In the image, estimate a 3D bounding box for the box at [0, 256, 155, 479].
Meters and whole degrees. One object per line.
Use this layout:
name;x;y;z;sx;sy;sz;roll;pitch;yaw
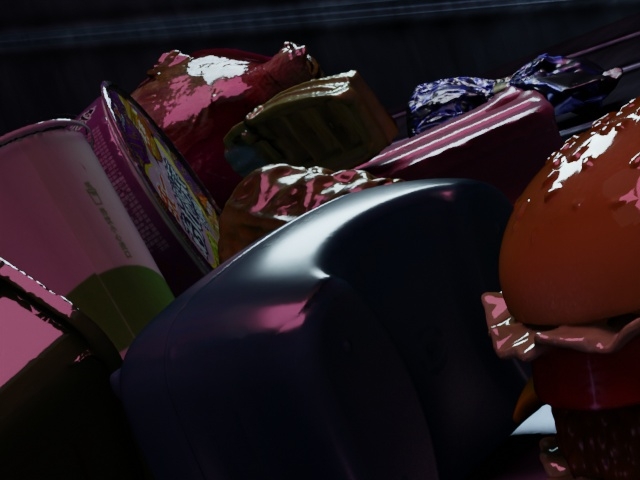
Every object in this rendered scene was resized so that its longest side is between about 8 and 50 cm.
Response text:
box;-0.293;0.120;1.183;0.328;0.253;0.178;30;59;31

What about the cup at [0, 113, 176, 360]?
cup;-0.247;0.064;1.442;0.253;0.274;0.253;-34;-12;-8

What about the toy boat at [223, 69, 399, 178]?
toy boat;-0.008;-0.126;1.806;0.084;0.111;0.276;-43;15;-30

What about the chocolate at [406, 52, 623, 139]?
chocolate;0.293;-0.213;2.318;0.343;0.126;0.148;-16;1;37

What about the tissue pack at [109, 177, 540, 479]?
tissue pack;0.008;0.084;1.030;0.206;0.198;0.287;-16;13;40

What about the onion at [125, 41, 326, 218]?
onion;-0.092;-0.129;2.067;0.347;0.348;0.385;-32;-11;-42

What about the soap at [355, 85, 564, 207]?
soap;0.109;-0.050;1.810;0.359;0.128;0.233;-23;10;7

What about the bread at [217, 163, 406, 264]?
bread;0.000;0.000;1.591;0.267;0.130;0.152;12;69;48

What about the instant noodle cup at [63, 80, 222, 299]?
instant noodle cup;-0.248;0.030;1.774;0.266;0.340;0.340;-35;8;5

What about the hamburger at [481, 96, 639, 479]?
hamburger;0.215;0.020;0.819;0.274;0.212;0.274;-23;8;4
